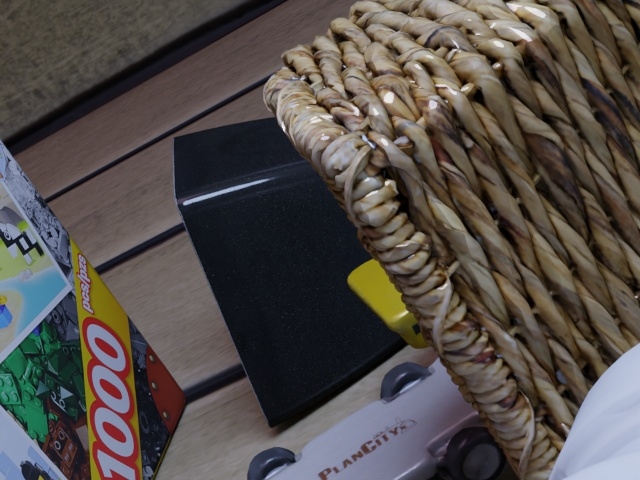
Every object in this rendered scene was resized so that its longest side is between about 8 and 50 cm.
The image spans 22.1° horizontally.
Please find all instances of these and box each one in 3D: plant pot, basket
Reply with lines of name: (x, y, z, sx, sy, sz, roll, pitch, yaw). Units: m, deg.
plant pot: (0.000, 0.000, 1.232, 0.167, 0.188, 0.187, -20, 18, 1)
basket: (0.087, 0.026, 0.780, 0.223, 0.299, 0.213, -45, 21, -30)

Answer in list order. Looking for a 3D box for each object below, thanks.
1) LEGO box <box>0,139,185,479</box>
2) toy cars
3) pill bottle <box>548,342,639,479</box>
LEGO box: (-0.318, 0.133, 1.100, 0.193, 0.372, 0.500, -27, 20, 21)
toy cars: (0.080, 0.083, 1.010, 0.176, 0.087, 0.394, -6, 36, 35)
pill bottle: (0.117, 0.188, 0.458, 0.210, 0.210, 0.363, -22, 20, 32)
